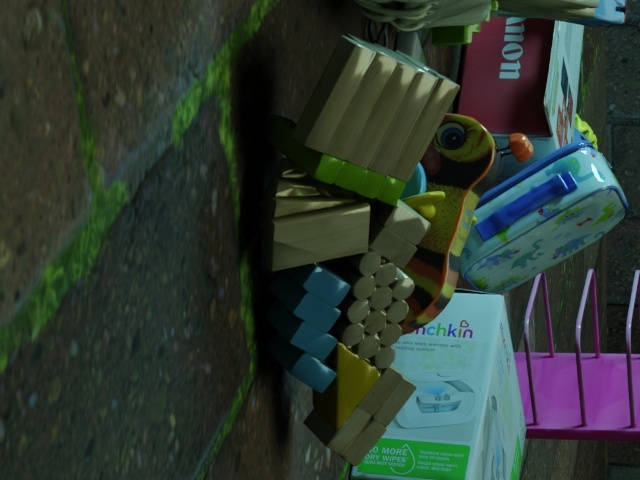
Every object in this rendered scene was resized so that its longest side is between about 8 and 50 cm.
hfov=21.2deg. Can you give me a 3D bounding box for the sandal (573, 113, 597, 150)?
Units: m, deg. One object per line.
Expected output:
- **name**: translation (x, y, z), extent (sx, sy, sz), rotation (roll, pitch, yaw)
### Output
- **sandal**: translation (0.327, -0.148, 2.518), extent (0.317, 0.126, 0.138), rotation (56, 41, -53)

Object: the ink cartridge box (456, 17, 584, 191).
- **ink cartridge box**: translation (0.254, -0.229, 2.167), extent (0.272, 0.130, 0.309), rotation (68, 28, -59)

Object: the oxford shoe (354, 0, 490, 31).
- **oxford shoe**: translation (0.073, -0.244, 1.448), extent (0.130, 0.169, 0.449), rotation (-67, 169, 10)

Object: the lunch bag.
- **lunch bag**: translation (0.257, -0.027, 2.051), extent (0.090, 0.219, 0.176), rotation (62, 10, 20)

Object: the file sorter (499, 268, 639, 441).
- **file sorter**: translation (0.375, 0.150, 2.396), extent (0.202, 0.290, 0.182), rotation (-63, 149, -58)

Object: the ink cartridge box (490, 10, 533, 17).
- **ink cartridge box**: translation (0.221, -0.360, 1.969), extent (0.093, 0.154, 0.212), rotation (74, 23, -51)

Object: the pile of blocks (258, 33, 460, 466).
- **pile of blocks**: translation (0.000, 0.000, 1.334), extent (0.112, 0.149, 0.362), rotation (40, -49, 51)

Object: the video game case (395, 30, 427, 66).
- **video game case**: translation (0.099, -0.085, 1.805), extent (0.212, 0.023, 0.193), rotation (63, 33, -62)

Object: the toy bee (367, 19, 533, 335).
- **toy bee**: translation (0.111, -0.054, 1.588), extent (0.195, 0.162, 0.298), rotation (-38, 129, -68)

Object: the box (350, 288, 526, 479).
- **box**: translation (0.127, 0.217, 1.772), extent (0.262, 0.126, 0.231), rotation (73, 26, -49)

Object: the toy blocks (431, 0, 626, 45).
- **toy blocks**: translation (0.249, -0.380, 1.769), extent (0.261, 0.190, 0.381), rotation (3, 89, -39)
